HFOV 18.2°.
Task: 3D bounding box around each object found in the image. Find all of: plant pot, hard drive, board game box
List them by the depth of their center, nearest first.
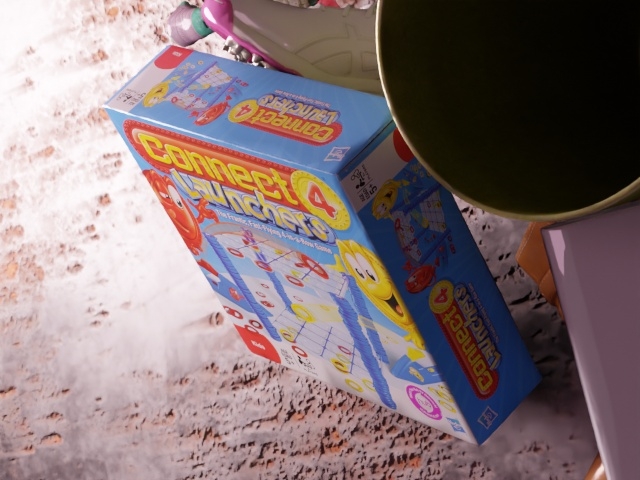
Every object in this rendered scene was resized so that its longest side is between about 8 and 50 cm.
[{"bbox_3d":[0.238,-0.153,1.493,0.275,0.293,0.274,2,93,37],"label":"plant pot"},{"bbox_3d":[0.309,0.116,1.506,0.210,0.040,0.318,-15,95,3],"label":"hard drive"},{"bbox_3d":[0.000,0.000,1.653,0.308,0.086,0.302,18,146,47],"label":"board game box"}]

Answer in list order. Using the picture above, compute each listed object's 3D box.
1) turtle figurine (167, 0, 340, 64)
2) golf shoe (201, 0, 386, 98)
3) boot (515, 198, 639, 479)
[{"bbox_3d":[-0.031,-0.208,1.805,0.234,0.118,0.175,-25,77,40],"label":"turtle figurine"},{"bbox_3d":[0.051,-0.160,1.677,0.140,0.306,0.115,-64,15,2],"label":"golf shoe"},{"bbox_3d":[0.233,0.076,1.614,0.220,0.109,0.283,37,109,28],"label":"boot"}]
